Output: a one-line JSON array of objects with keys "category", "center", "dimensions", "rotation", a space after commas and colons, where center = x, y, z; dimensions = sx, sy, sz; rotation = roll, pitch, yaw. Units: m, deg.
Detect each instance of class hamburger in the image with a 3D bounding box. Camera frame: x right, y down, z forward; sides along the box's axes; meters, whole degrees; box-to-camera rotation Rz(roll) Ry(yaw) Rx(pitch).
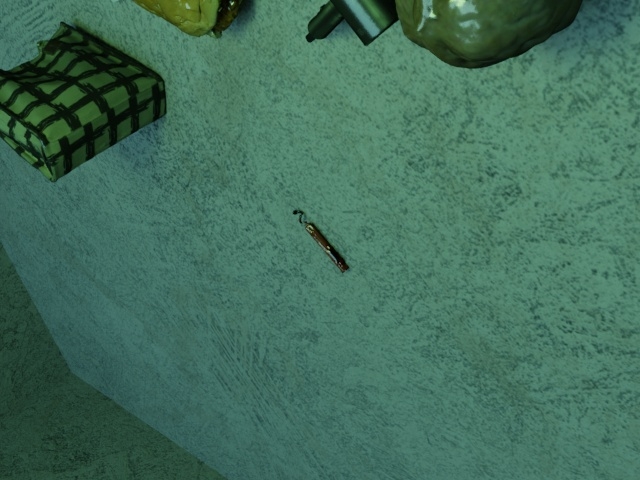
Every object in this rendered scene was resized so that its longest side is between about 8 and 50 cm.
[{"category": "hamburger", "center": [-0.255, -0.487, 1.429], "dimensions": [0.283, 0.144, 0.259], "rotation": [32, 142, 17]}]

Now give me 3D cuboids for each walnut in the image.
[{"category": "walnut", "center": [0.197, -0.305, 0.977], "dimensions": [0.224, 0.224, 0.224], "rotation": [32, 144, 27]}]

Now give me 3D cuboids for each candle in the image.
[{"category": "candle", "center": [0.001, -0.001, 1.731], "dimensions": [0.167, 0.021, 0.026], "rotation": [50, 169, -2]}]

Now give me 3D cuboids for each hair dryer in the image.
[{"category": "hair dryer", "center": [0.004, -0.360, 1.230], "dimensions": [0.195, 0.078, 0.248], "rotation": [51, 159, -7]}]

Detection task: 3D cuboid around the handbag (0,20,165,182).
[{"category": "handbag", "center": [-0.567, -0.315, 1.821], "dimensions": [0.327, 0.325, 0.162], "rotation": [36, 144, 22]}]
